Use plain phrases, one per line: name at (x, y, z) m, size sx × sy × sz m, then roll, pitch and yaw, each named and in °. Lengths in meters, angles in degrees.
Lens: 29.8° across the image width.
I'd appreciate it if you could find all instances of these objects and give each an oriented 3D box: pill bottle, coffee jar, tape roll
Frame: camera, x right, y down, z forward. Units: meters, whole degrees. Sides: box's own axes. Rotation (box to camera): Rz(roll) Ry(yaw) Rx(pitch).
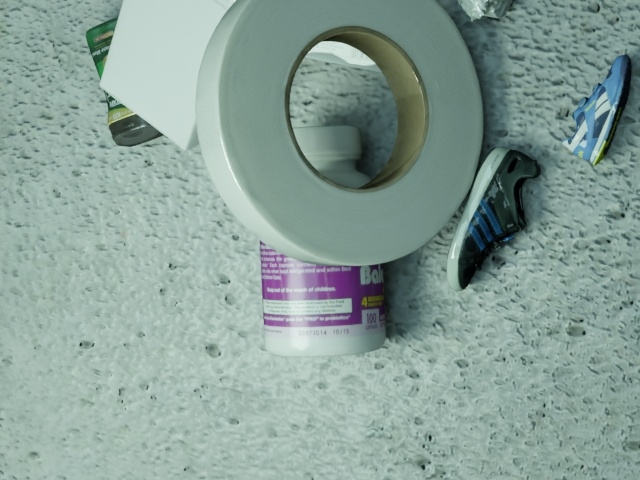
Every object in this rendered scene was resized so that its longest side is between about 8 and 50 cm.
pill bottle at (0.000, 0.000, 1.626) m, size 0.169 × 0.169 × 0.302 m, roll -2°, pitch 91°, yaw 24°
coffee jar at (-0.282, -0.235, 1.791) m, size 0.096 × 0.079 × 0.184 m, roll -17°, pitch 85°, yaw 24°
tape roll at (0.032, -0.161, 1.514) m, size 0.072 × 0.392 × 0.392 m, roll -3°, pitch 91°, yaw 62°

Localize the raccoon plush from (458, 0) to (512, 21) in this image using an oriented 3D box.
raccoon plush at (0.120, -0.529, 1.550) m, size 0.299 × 0.216 × 0.447 m, roll 16°, pitch 98°, yaw 30°

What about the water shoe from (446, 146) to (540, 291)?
water shoe at (0.227, -0.020, 1.580) m, size 0.080 × 0.073 × 0.203 m, roll 21°, pitch 101°, yaw 18°

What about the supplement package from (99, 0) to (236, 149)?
supplement package at (-0.151, -0.303, 1.632) m, size 0.175 × 0.177 × 0.293 m, roll 37°, pitch 125°, yaw 19°

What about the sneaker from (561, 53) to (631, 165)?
sneaker at (0.353, -0.171, 1.530) m, size 0.059 × 0.053 × 0.144 m, roll 24°, pitch 100°, yaw 23°

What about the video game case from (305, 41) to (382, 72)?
video game case at (0.027, -0.332, 1.645) m, size 0.201 × 0.023 × 0.184 m, roll 14°, pitch 117°, yaw 19°
